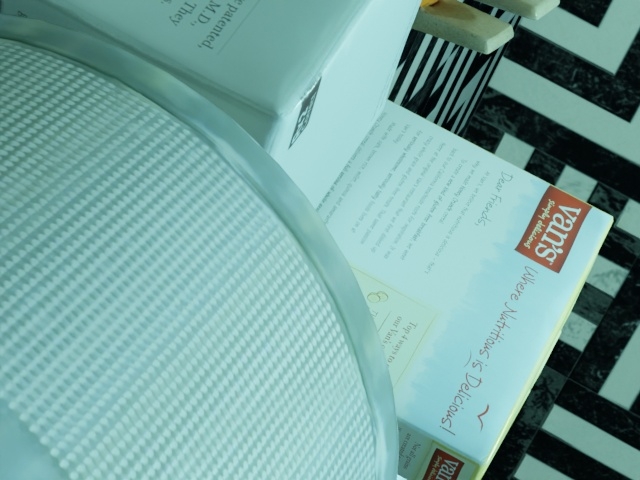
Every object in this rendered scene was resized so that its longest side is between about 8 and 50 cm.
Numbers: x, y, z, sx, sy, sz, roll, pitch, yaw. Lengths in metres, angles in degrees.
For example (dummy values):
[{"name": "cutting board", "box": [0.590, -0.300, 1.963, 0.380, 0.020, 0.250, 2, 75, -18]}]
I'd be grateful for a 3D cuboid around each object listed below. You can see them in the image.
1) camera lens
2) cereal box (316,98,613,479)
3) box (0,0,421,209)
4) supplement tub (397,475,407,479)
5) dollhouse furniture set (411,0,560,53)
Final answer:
[{"name": "camera lens", "box": [-0.117, 0.081, 0.415, 0.219, 0.219, 0.274, -65, 172, 29]}, {"name": "cereal box", "box": [0.000, 0.000, 0.863, 0.173, 0.240, 0.047, -55, 171, -39]}, {"name": "box", "box": [-0.041, -0.078, 0.757, 0.182, 0.119, 0.181, -56, 172, -36]}, {"name": "supplement tub", "box": [-0.037, 0.119, 1.019, 0.228, 0.228, 0.316, -54, 159, -45]}, {"name": "dollhouse furniture set", "box": [0.091, -0.216, 0.892, 0.259, 0.135, 0.262, -37, 144, -57]}]
